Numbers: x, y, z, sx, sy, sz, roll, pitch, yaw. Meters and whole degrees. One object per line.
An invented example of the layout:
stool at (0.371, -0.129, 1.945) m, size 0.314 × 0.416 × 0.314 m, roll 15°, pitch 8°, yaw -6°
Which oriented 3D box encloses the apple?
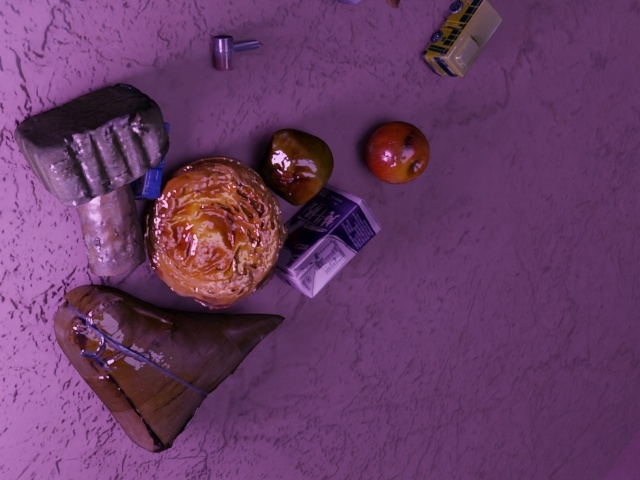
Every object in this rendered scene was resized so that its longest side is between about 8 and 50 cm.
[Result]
apple at (0.170, -0.190, 2.044) m, size 0.146 × 0.146 × 0.147 m, roll -14°, pitch 115°, yaw -32°

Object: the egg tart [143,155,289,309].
egg tart at (-0.205, -0.016, 1.830) m, size 0.297 × 0.132 × 0.297 m, roll -2°, pitch 96°, yaw -16°

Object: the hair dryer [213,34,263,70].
hair dryer at (-0.154, -0.365, 1.804) m, size 0.114 × 0.037 × 0.063 m, roll -20°, pitch 120°, yaw -38°

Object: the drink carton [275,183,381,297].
drink carton at (-0.001, 0.000, 1.986) m, size 0.222 × 0.134 × 0.102 m, roll -46°, pitch 130°, yaw -13°

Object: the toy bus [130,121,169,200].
toy bus at (-0.319, -0.149, 1.737) m, size 0.051 × 0.061 × 0.153 m, roll 7°, pitch 92°, yaw -43°

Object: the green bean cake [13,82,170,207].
green bean cake at (-0.378, -0.169, 1.588) m, size 0.227 × 0.222 × 0.125 m, roll -33°, pitch 123°, yaw -18°

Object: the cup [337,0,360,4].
cup at (0.033, -0.543, 1.833) m, size 0.129 × 0.095 × 0.128 m, roll 17°, pitch 96°, yaw -38°

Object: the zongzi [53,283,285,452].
zongzi at (-0.289, 0.163, 1.812) m, size 0.393 × 0.174 × 0.356 m, roll -42°, pitch 123°, yaw -17°

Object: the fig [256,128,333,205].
fig at (-0.044, -0.152, 1.904) m, size 0.165 × 0.144 × 0.154 m, roll -22°, pitch 82°, yaw -38°

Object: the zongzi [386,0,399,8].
zongzi at (0.206, -0.771, 1.805) m, size 0.500 × 0.218 × 0.467 m, roll -41°, pitch 129°, yaw -22°

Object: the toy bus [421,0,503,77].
toy bus at (0.313, -0.447, 2.071) m, size 0.088 × 0.101 × 0.175 m, roll 38°, pitch 85°, yaw -39°

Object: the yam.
yam at (-0.385, -0.041, 1.707) m, size 0.107 × 0.107 × 0.194 m, roll -20°, pitch 117°, yaw -29°
